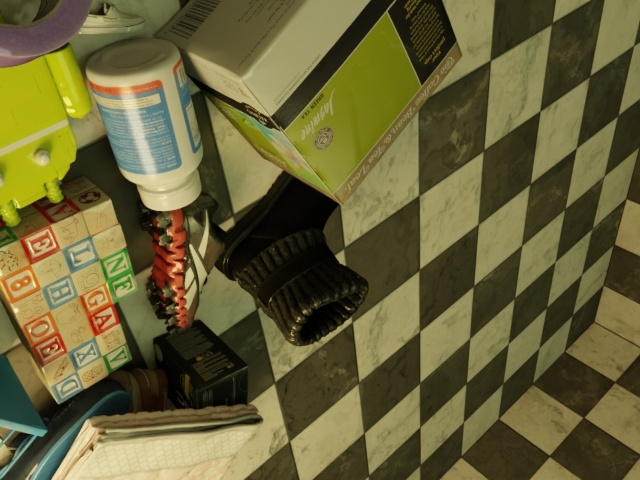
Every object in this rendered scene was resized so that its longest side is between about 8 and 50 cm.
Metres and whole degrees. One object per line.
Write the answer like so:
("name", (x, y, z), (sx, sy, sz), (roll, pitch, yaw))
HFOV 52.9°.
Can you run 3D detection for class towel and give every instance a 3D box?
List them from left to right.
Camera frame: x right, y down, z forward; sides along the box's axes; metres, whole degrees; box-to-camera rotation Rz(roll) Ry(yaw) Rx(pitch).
("towel", (-0.289, 0.400, 1.063), (0.332, 0.053, 0.317), (10, 121, -46))

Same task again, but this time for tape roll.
("tape roll", (-0.341, -0.280, 0.667), (0.189, 0.080, 0.189), (-3, 95, -40))

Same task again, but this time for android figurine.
("android figurine", (-0.393, -0.145, 0.765), (0.248, 0.056, 0.273), (-35, 133, -34))

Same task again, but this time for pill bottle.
("pill bottle", (-0.233, -0.154, 0.895), (0.124, 0.124, 0.221), (-32, 136, -29))

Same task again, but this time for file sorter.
("file sorter", (-0.478, 0.228, 0.867), (0.104, 0.170, 0.118), (-49, 142, -4))

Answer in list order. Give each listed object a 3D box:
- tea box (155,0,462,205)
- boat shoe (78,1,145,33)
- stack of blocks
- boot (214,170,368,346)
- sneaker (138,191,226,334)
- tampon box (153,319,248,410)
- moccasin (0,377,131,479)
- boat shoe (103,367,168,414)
("tea box", (0.001, -0.292, 0.974), (0.329, 0.220, 0.323), (-51, 142, -7))
("boat shoe", (-0.274, -0.289, 0.829), (0.100, 0.035, 0.035), (-15, 129, -33))
("stack of blocks", (-0.367, 0.076, 0.944), (0.171, 0.087, 0.297), (-30, 135, -31))
("boot", (0.001, 0.003, 1.152), (0.348, 0.260, 0.131), (-48, 142, -11))
("sneaker", (-0.218, 0.036, 1.069), (0.135, 0.097, 0.276), (-20, 128, -35))
("tampon box", (-0.218, 0.246, 1.169), (0.101, 0.161, 0.120), (-22, 130, -35))
("moccasin", (-0.450, 0.342, 1.015), (0.342, 0.117, 0.138), (-48, 151, -5))
("boat shoe", (-0.336, 0.372, 1.168), (0.116, 0.123, 0.324), (-10, 125, -46))
